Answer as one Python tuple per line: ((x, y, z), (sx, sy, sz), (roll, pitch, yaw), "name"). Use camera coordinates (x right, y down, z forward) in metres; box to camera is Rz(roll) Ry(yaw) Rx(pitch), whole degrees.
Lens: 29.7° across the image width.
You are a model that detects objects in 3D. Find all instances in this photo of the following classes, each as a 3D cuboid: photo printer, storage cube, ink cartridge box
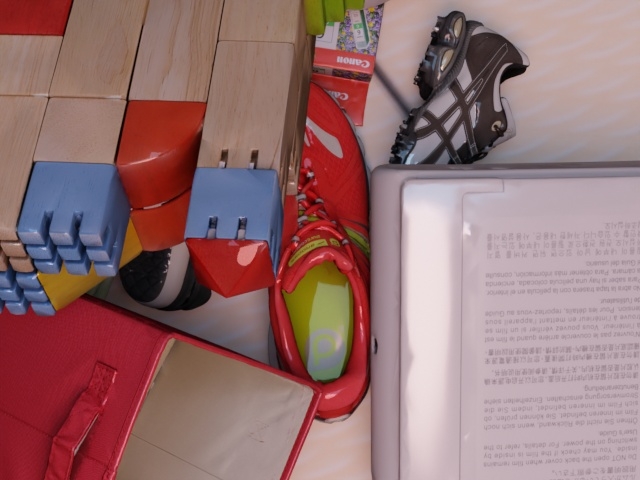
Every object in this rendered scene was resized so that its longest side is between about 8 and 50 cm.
((0.163, 0.095, 0.905), (0.256, 0.107, 0.307), (-2, 98, -8), "photo printer")
((-0.149, 0.140, 0.839), (0.193, 0.215, 0.183), (18, 83, 34), "storage cube")
((0.015, -0.156, 0.986), (0.063, 0.029, 0.115), (9, 83, -1), "ink cartridge box")

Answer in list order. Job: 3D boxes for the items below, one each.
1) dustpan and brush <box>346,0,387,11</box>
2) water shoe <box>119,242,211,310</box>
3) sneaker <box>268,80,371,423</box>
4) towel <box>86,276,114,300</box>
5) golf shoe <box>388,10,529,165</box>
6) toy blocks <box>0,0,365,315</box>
((0.003, -0.212, 0.944), (0.147, 0.060, 0.211), (30, 72, 6), "dustpan and brush")
((-0.097, -0.045, 0.939), (0.073, 0.080, 0.203), (20, 91, 32), "water shoe")
((0.000, 0.000, 0.926), (0.107, 0.118, 0.279), (-10, 85, -4), "sneaker")
((-0.223, -0.111, 0.970), (0.248, 0.038, 0.325), (29, 86, 2), "towel")
((0.106, -0.081, 0.961), (0.094, 0.077, 0.198), (20, 85, -1), "golf shoe")
((-0.158, -0.072, 0.768), (0.381, 0.191, 0.261), (3, 58, 6), "toy blocks")
